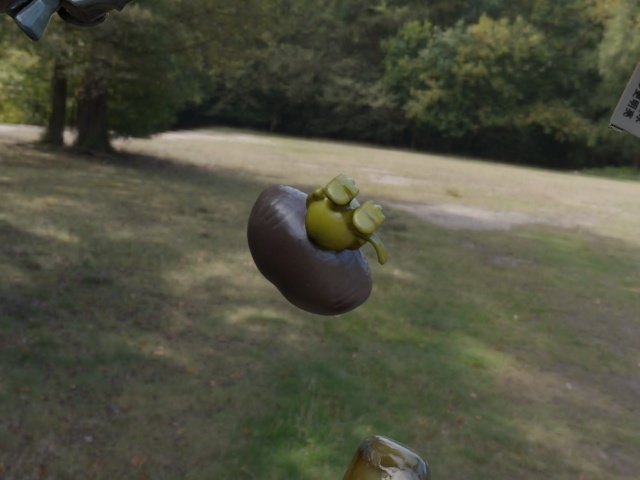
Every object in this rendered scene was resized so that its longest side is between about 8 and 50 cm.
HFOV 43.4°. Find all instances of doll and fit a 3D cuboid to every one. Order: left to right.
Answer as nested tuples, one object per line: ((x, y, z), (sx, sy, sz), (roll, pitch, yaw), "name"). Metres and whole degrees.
((0.007, 0.006, 0.770), (0.188, 0.145, 0.096), (-8, 33, 50), "doll")

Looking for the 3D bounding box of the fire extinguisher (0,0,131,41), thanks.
((-0.214, -0.228, 0.456), (0.337, 0.147, 0.106), (35, -5, 5), "fire extinguisher")

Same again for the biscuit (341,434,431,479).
((0.087, 0.391, 0.901), (0.237, 0.291, 0.062), (24, -6, 30), "biscuit")

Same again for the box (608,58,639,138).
((0.497, -0.215, 0.936), (0.220, 0.274, 0.091), (31, 38, 22), "box")
